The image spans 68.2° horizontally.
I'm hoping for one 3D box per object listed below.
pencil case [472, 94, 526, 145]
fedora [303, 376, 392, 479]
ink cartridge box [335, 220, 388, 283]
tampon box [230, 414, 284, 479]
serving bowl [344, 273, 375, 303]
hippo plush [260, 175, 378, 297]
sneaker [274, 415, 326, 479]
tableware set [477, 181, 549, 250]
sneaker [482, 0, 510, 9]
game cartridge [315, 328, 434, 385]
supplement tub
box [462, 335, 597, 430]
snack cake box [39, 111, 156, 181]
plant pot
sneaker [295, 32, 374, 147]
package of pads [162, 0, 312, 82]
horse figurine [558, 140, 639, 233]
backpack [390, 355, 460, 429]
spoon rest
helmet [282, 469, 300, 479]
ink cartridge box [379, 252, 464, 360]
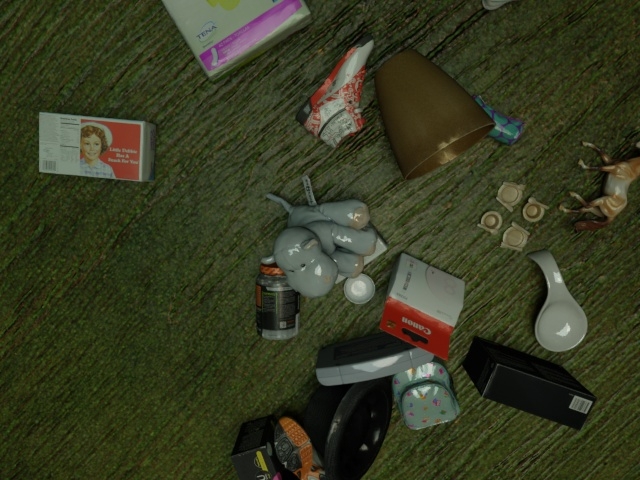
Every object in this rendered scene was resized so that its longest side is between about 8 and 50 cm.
[{"bbox_3d":[0.425,-0.299,1.174,0.152,0.064,0.070,29,116,-3],"label":"pencil case"},{"bbox_3d":[0.059,0.479,1.254,0.153,0.334,0.333,18,102,35],"label":"fedora"},{"bbox_3d":[0.069,0.012,1.262,0.179,0.045,0.145,-37,97,26],"label":"ink cartridge box"},{"bbox_3d":[-0.164,0.582,1.295,0.102,0.161,0.120,-19,99,5],"label":"tampon box"},{"bbox_3d":[0.104,0.127,1.276,0.083,0.027,0.083,0,100,2],"label":"serving bowl"},{"bbox_3d":[0.000,0.000,1.121,0.234,0.236,0.294,-24,103,21],"label":"hippo plush"},{"bbox_3d":[-0.049,0.598,1.315,0.099,0.121,0.262,-29,94,-4],"label":"sneaker"},{"bbox_3d":[0.502,-0.062,1.234,0.141,0.020,0.168,29,100,-3],"label":"tableware set"},{"bbox_3d":[0.467,-0.599,1.125,0.152,0.061,0.053,-24,96,4],"label":"sneaker"},{"bbox_3d":[0.136,0.296,1.219,0.294,0.196,0.060,-14,91,5],"label":"game cartridge"},{"bbox_3d":[-0.112,0.154,1.244,0.117,0.117,0.190,1,100,2],"label":"supplement tub"},{"bbox_3d":[0.528,0.362,1.222,0.261,0.184,0.103,19,102,-1],"label":"box"},{"bbox_3d":[-0.567,-0.238,1.210,0.265,0.089,0.152,6,98,1],"label":"snack cake box"},{"bbox_3d":[0.239,-0.308,1.117,0.237,0.237,0.254,-31,82,7],"label":"plant pot"},{"bbox_3d":[0.076,-0.358,1.167,0.145,0.090,0.270,40,102,-6],"label":"sneaker"},{"bbox_3d":[-0.203,-0.559,1.135,0.297,0.101,0.229,-30,98,6],"label":"package of pads"},{"bbox_3d":[0.718,-0.134,1.192,0.175,0.066,0.263,16,97,5],"label":"horse figurine"},{"bbox_3d":[0.272,0.395,1.259,0.166,0.144,0.188,-18,95,11],"label":"backpack"},{"bbox_3d":[0.612,0.165,1.236,0.137,0.084,0.276,-18,98,5],"label":"spoon rest"},{"bbox_3d":[-0.113,0.722,1.316,0.170,0.161,0.169,0,99,2],"label":"helmet"},{"bbox_3d":[0.260,0.156,1.182,0.189,0.232,0.066,25,130,-2],"label":"ink cartridge box"}]
